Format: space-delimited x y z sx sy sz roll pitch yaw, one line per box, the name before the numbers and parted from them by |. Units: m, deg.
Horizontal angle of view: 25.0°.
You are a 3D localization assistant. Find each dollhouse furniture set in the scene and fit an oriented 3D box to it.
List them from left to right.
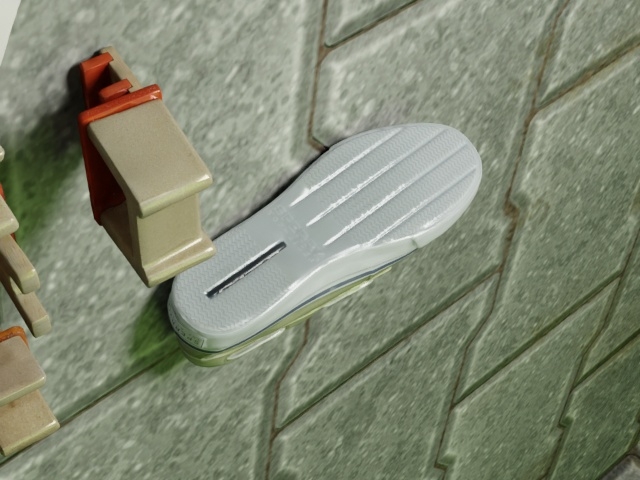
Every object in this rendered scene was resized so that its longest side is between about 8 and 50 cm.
dollhouse furniture set | -0.204 -0.004 0.856 0.259 0.135 0.262 -26 146 -21

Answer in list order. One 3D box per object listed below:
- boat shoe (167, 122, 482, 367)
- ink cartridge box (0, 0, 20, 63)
boat shoe | 0.000 0.000 1.195 0.302 0.109 0.094 -29 163 -21
ink cartridge box | -0.237 -0.129 0.572 0.203 0.148 0.086 -12 133 -53
